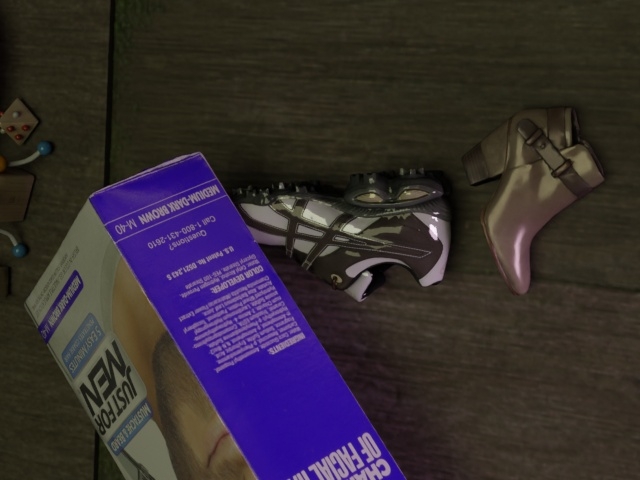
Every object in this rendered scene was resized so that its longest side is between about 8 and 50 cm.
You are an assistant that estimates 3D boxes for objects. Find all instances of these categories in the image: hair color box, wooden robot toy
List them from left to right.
[{"bbox_3d":[-0.285,-0.033,1.124,0.076,0.079,0.173,23,105,23],"label":"wooden robot toy"},{"bbox_3d":[-0.070,0.131,0.978,0.339,0.110,0.185,56,144,10],"label":"hair color box"}]

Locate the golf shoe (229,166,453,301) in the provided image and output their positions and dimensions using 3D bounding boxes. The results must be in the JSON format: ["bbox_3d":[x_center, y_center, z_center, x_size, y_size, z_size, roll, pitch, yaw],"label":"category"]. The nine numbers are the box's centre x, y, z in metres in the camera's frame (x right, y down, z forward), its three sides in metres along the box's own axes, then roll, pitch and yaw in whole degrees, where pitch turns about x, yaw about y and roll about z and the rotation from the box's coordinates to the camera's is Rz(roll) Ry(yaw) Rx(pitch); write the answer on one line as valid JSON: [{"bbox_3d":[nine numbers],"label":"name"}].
[{"bbox_3d":[0.000,0.000,0.982,0.198,0.077,0.094,-4,94,29],"label":"golf shoe"}]

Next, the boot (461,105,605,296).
[{"bbox_3d":[0.150,-0.030,0.923,0.087,0.042,0.118,-20,93,20],"label":"boot"}]
